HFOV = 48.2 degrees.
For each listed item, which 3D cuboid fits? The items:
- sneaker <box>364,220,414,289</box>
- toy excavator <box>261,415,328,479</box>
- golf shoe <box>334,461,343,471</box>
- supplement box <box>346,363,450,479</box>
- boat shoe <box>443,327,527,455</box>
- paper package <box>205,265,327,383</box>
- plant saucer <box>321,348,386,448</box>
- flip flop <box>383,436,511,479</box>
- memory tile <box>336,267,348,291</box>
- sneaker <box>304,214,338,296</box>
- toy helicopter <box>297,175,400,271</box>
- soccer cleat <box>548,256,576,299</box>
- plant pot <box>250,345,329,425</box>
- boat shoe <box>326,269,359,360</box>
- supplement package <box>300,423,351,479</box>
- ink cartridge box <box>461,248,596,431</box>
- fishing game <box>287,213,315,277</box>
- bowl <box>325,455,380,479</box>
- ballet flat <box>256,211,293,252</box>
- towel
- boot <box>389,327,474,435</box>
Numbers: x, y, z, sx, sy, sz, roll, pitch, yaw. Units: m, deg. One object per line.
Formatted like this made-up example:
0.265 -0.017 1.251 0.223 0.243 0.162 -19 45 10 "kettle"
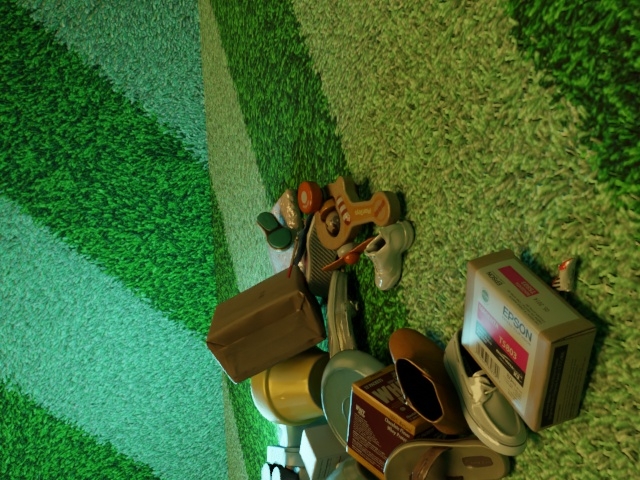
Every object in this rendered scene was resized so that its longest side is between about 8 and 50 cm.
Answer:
0.141 0.037 1.654 0.212 0.094 0.080 103 150 -44 "sneaker"
-0.064 0.595 2.294 0.433 0.222 0.445 145 130 -68 "toy excavator"
0.122 0.634 1.863 0.186 0.067 0.086 37 125 12 "golf shoe"
0.172 0.413 1.567 0.191 0.129 0.194 28 124 43 "supplement box"
0.297 0.269 1.307 0.258 0.095 0.084 -120 26 -45 "boat shoe"
-0.154 0.234 2.071 0.168 0.310 0.325 63 -177 -12 "paper package"
0.103 0.429 1.793 0.318 0.044 0.317 20 118 44 "plant saucer"
0.234 0.447 1.386 0.277 0.080 0.112 -19 105 37 "flip flop"
0.047 0.134 2.056 0.148 0.012 0.113 176 87 -69 "memory tile"
-0.001 0.000 2.026 0.161 0.102 0.282 -105 25 -63 "sneaker"
0.081 -0.046 1.747 0.355 0.140 0.234 -8 86 61 "toy helicopter"
0.382 0.059 1.110 0.035 0.029 0.083 57 152 34 "soccer cleat"
-0.037 0.411 2.072 0.239 0.254 0.253 -16 81 54 "plant pot"
0.070 0.238 1.932 0.118 0.103 0.320 92 175 -84 "boat shoe"
0.047 0.569 1.953 0.105 0.179 0.105 -119 29 -46 "supplement package"
0.328 0.157 1.169 0.234 0.088 0.193 -125 26 -53 "ink cartridge box"
-0.052 -0.018 2.029 0.264 0.041 0.189 -62 -11 -58 "fishing game"
0.135 0.599 1.628 0.311 0.312 0.163 43 117 60 "bowl"
-0.136 -0.011 2.281 0.248 0.086 0.086 -124 33 -55 "ballet flat"
-0.113 0.029 2.400 0.317 0.053 0.331 142 118 -67 "towel"
0.194 0.256 1.419 0.211 0.104 0.295 39 -169 -50 "boot"
